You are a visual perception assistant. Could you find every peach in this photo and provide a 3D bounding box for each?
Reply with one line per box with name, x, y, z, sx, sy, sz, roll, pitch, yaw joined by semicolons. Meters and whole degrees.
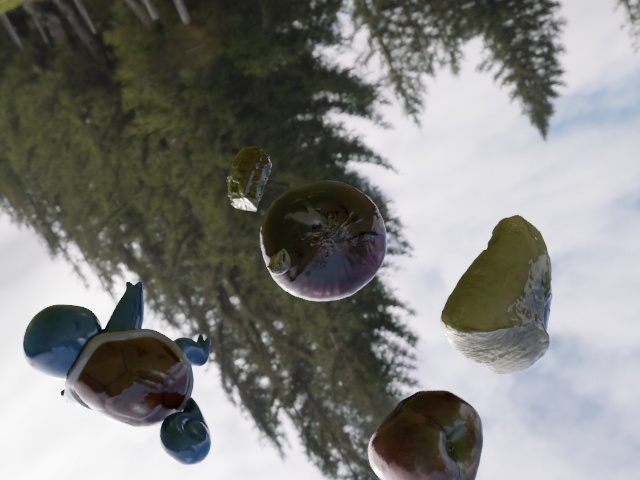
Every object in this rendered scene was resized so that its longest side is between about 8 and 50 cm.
peach;0.130;0.271;1.095;0.152;0.152;0.152;-21;-160;8

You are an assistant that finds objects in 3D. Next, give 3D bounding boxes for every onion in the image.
onion;0.000;0.000;1.798;0.273;0.273;0.285;-28;-176;-12

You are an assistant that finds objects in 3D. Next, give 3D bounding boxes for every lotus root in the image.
lotus root;-0.076;0.046;1.540;0.037;0.030;0.083;-36;-168;12

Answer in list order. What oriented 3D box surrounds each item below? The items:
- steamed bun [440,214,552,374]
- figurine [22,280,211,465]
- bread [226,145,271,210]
steamed bun;0.280;0.102;1.188;0.110;0.212;0.231;13;-125;38
figurine;-0.369;0.268;1.599;0.298;0.416;0.243;-54;179;21
bread;-0.120;-0.108;1.383;0.060;0.066;0.110;116;-9;-64
